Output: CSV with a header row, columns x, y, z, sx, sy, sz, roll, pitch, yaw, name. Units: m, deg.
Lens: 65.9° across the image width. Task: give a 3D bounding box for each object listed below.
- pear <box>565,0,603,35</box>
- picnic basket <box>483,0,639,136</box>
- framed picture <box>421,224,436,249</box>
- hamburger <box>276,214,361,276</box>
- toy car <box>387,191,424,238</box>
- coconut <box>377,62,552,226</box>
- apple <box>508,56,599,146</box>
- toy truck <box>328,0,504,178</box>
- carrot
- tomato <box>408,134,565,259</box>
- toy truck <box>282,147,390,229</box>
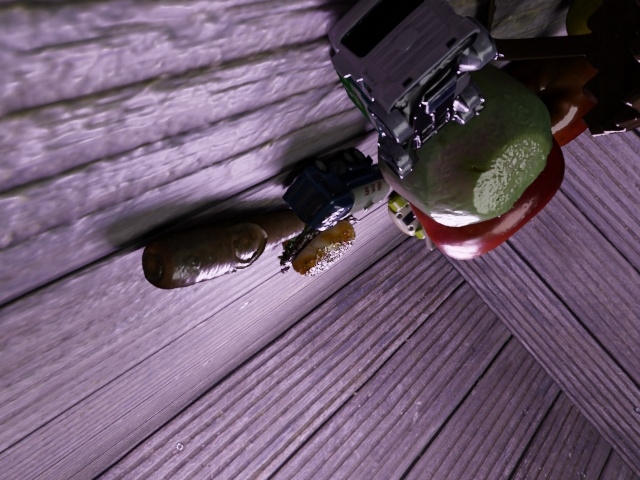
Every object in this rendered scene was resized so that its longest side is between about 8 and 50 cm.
x,y,z,sx,sy,sz,roll,pitch,yaw,name
0.526,-0.415,0.910,0.216,0.166,0.180,-16,-153,53,pear
0.364,-0.275,0.591,0.320,0.292,0.254,3,-177,14,picnic basket
0.368,-0.162,1.299,0.335,0.248,0.022,-35,-149,-26,framed picture
0.003,-0.003,0.920,0.189,0.093,0.164,-40,170,-14,hamburger
0.298,-0.131,1.447,0.235,0.145,0.235,-42,-170,10,toy car
0.191,-0.136,0.703,0.204,0.236,0.236,-18,165,-14,coconut
0.491,-0.305,1.073,0.234,0.234,0.234,-39,171,-8,apple
0.081,-0.145,0.472,0.114,0.124,0.253,-42,169,8,toy truck
-0.092,-0.004,0.640,0.070,0.070,0.342,-44,171,25,carrot
0.304,-0.132,0.951,0.289,0.293,0.325,-31,166,26,tomato
0.033,-0.074,0.718,0.074,0.088,0.201,-44,170,33,toy truck
